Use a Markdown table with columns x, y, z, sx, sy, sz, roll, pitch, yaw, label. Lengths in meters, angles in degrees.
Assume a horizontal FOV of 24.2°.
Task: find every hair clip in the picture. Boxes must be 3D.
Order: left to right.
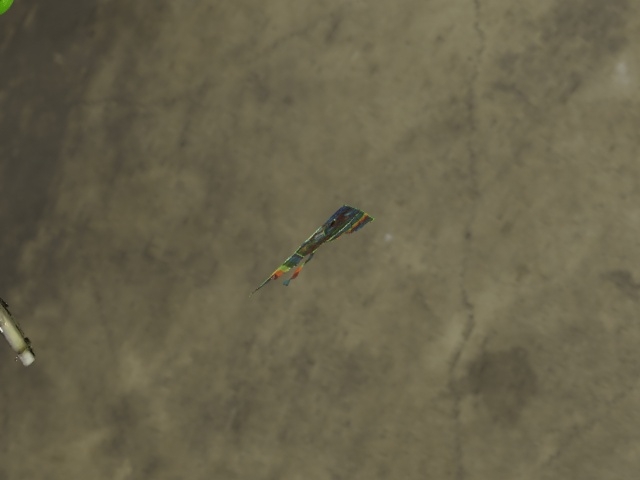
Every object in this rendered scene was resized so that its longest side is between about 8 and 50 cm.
| x | y | z | sx | sy | sz | roll | pitch | yaw | label |
| --- | --- | --- | --- | --- | --- | --- | --- | --- | --- |
| -0.329 | 0.065 | 1.449 | 0.056 | 0.146 | 0.187 | -36 | 11 | 0 | hair clip |

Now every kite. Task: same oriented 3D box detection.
| x | y | z | sx | sy | sz | roll | pitch | yaw | label |
| --- | --- | --- | --- | --- | --- | --- | --- | --- | --- |
| 0.000 | 0.000 | 0.975 | 0.122 | 0.004 | 0.090 | -30 | 18 | 44 | kite |

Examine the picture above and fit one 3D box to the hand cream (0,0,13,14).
| x | y | z | sx | sy | sz | roll | pitch | yaw | label |
| --- | --- | --- | --- | --- | --- | --- | --- | --- | --- |
| -0.391 | -0.253 | 1.407 | 0.275 | 0.079 | 0.050 | 17 | 71 | 38 | hand cream |
